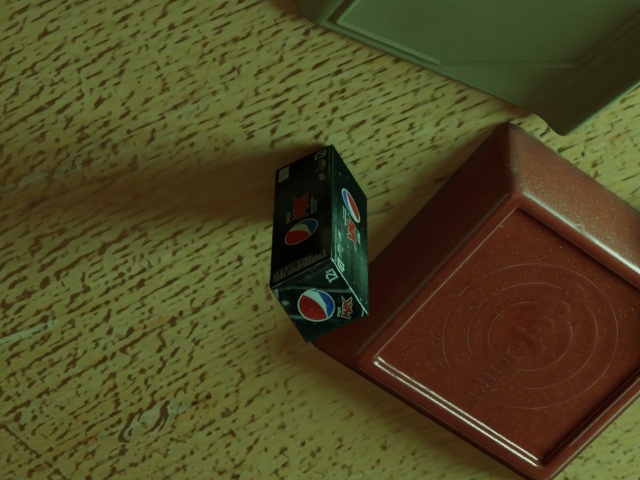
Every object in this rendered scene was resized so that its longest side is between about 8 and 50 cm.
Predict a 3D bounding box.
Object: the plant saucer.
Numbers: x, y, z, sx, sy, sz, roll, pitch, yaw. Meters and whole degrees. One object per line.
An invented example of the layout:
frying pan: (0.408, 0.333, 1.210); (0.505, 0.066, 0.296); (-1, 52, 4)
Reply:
plant saucer: (0.167, 0.071, 1.564); (0.259, 0.047, 0.258); (33, 116, -20)

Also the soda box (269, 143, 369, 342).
soda box: (0.000, 0.000, 1.447); (0.053, 0.169, 0.060); (-25, 118, 16)

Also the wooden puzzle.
wooden puzzle: (0.122, -0.171, 1.366); (0.239, 0.044, 0.221); (25, 154, -13)
